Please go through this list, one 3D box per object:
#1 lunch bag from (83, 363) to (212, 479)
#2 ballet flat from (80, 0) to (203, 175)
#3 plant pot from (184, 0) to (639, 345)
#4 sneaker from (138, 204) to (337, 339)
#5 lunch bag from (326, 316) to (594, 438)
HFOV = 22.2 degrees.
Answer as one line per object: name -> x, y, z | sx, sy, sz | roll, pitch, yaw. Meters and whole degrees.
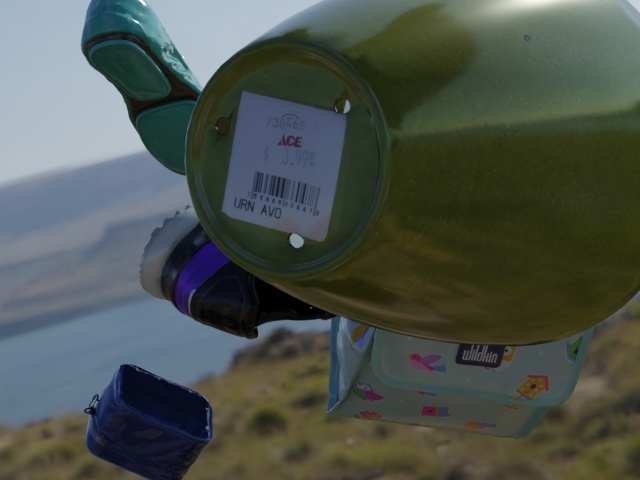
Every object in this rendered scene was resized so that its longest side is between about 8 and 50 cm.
lunch bag -> -0.141, 0.149, 1.297 | 0.065, 0.098, 0.067 | -57, 17, 24
ballet flat -> -0.152, -0.155, 1.534 | 0.083, 0.087, 0.247 | -10, -30, 14
plant pot -> 0.056, -0.052, 1.023 | 0.275, 0.274, 0.293 | -13, -3, 31
sneaker -> 0.000, 0.001, 1.389 | 0.146, 0.102, 0.293 | 32, 48, 32
lunch bag -> 0.138, 0.089, 1.619 | 0.223, 0.160, 0.262 | 9, -27, -11
